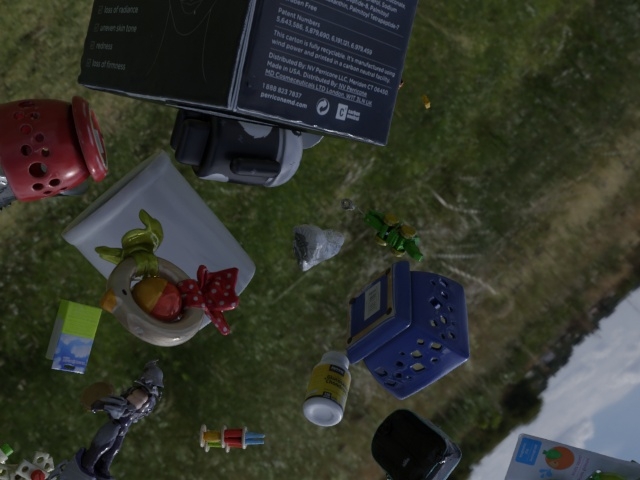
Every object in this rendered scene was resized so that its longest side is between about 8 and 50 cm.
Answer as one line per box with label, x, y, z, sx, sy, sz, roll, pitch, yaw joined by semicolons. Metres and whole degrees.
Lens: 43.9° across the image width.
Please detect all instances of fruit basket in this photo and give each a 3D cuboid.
fruit basket;0.537;0.566;1.607;0.165;0.353;0.326;-74;175;-63

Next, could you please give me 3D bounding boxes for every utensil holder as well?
utensil holder;-0.399;0.019;2.019;0.328;0.385;0.327;-37;-165;12

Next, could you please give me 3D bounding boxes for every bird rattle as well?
bird rattle;-0.253;0.089;1.276;0.143;0.253;0.207;-35;-159;31

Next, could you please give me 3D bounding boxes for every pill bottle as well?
pill bottle;0.021;0.374;2.033;0.103;0.103;0.184;-53;-168;39

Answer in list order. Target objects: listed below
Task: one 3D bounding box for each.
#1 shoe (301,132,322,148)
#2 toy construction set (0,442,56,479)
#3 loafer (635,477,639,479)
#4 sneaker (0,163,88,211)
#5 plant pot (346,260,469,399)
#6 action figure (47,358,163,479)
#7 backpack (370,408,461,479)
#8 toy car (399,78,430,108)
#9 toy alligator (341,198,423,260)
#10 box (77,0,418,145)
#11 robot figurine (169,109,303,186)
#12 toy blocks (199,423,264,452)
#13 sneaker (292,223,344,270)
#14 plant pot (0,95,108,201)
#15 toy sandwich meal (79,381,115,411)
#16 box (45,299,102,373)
shoe;0.006;-0.309;2.020;0.178;0.063;0.081;-47;-176;28
toy construction set;-0.793;0.526;1.913;0.328;0.215;0.151;3;-142;39
loafer;0.483;0.391;1.160;0.319;0.112;0.111;-38;174;23
sneaker;-0.686;-0.128;1.828;0.147;0.104;0.296;-34;160;27
plant pot;0.194;0.200;1.888;0.236;0.212;0.236;-41;-152;35
action figure;-0.367;0.333;1.411;0.285;0.099;0.185;-59;165;-17
backpack;0.217;0.490;1.842;0.165;0.188;0.144;-55;140;0
toy car;0.169;-0.298;1.645;0.060;0.122;0.040;-43;159;-2
toy alligator;0.123;-0.028;1.476;0.051;0.190;0.056;-26;147;-49
box;-0.104;-0.421;1.211;0.297;0.480;0.471;6;99;-41
robot figurine;-0.173;-0.209;1.697;0.278;0.209;0.173;7;160;-25
toy blocks;-0.204;0.473;1.887;0.148;0.054;0.123;2;156;3
sneaker;0.000;0.000;1.815;0.115;0.090;0.232;-21;173;-10
plant pot;-0.508;-0.184;1.514;0.174;0.191;0.191;-15;161;-7
toy sandwich meal;-0.507;0.360;1.814;0.086;0.085;0.029;-36;142;-21
box;-0.653;0.254;2.097;0.109;0.042;0.178;23;77;-49
